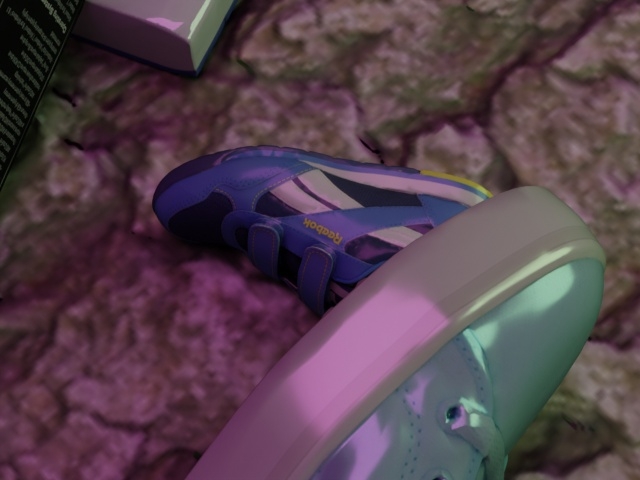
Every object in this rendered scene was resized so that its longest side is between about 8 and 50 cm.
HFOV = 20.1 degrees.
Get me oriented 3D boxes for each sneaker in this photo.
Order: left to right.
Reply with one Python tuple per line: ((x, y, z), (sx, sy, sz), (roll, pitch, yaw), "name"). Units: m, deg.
((0.000, 0.000, 0.733), (0.144, 0.053, 0.059), (7, 65, 8), "sneaker")
((0.004, 0.152, 0.617), (0.150, 0.135, 0.366), (38, 82, 19), "sneaker")

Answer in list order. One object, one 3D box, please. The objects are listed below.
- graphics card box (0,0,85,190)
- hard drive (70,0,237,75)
((-0.207, -0.151, 0.756), (0.233, 0.094, 0.371), (19, 81, 13), "graphics card box")
((-0.086, -0.244, 0.870), (0.210, 0.040, 0.318), (20, 66, 13), "hard drive")
